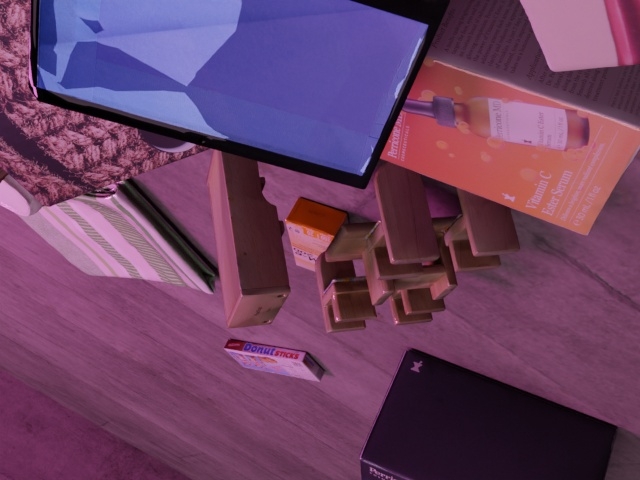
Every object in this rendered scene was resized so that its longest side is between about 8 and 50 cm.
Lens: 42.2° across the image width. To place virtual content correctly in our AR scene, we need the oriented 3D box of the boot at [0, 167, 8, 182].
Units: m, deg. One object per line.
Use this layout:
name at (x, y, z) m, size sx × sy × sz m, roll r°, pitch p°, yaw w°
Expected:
boot at (-0.309, -0.161, 0.766) m, size 0.095 × 0.262 × 0.203 m, roll 24°, pitch 135°, yaw 7°

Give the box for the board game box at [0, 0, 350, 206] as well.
board game box at (-0.147, -0.178, 0.575) m, size 0.291 × 0.141 × 0.232 m, roll -15°, pitch 133°, yaw 31°

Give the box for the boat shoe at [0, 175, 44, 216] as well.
boat shoe at (-0.509, -0.116, 1.110) m, size 0.302 × 0.103 × 0.113 m, roll 34°, pitch 143°, yaw -4°

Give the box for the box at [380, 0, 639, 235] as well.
box at (0.138, -0.099, 0.589) m, size 0.171 × 0.091 × 0.130 m, roll 21°, pitch 153°, yaw 12°

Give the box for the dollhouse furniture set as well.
dollhouse furniture set at (0.026, -0.018, 0.791) m, size 0.242 × 0.161 × 0.212 m, roll -4°, pitch 159°, yaw -16°

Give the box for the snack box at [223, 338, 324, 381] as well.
snack box at (-0.080, 0.200, 1.386) m, size 0.178 × 0.022 × 0.064 m, roll 3°, pitch 145°, yaw 39°

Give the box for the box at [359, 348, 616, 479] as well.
box at (0.220, 0.334, 1.174) m, size 0.296 × 0.182 × 0.294 m, roll 19°, pitch 151°, yaw 16°

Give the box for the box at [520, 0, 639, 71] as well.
box at (0.203, -0.171, 0.339) m, size 0.232 × 0.148 × 0.127 m, roll 4°, pitch 145°, yaw 40°

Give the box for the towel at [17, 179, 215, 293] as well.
towel at (-0.325, -0.007, 1.234) m, size 0.325 × 0.038 × 0.248 m, roll 3°, pitch 145°, yaw 39°

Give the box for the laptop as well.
laptop at (-0.050, -0.101, 0.416) m, size 0.234 × 0.136 × 0.264 m, roll 14°, pitch -170°, yaw -8°

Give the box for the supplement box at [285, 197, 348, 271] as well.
supplement box at (0.000, 0.000, 0.948) m, size 0.062 × 0.036 × 0.098 m, roll 19°, pitch 152°, yaw 19°
